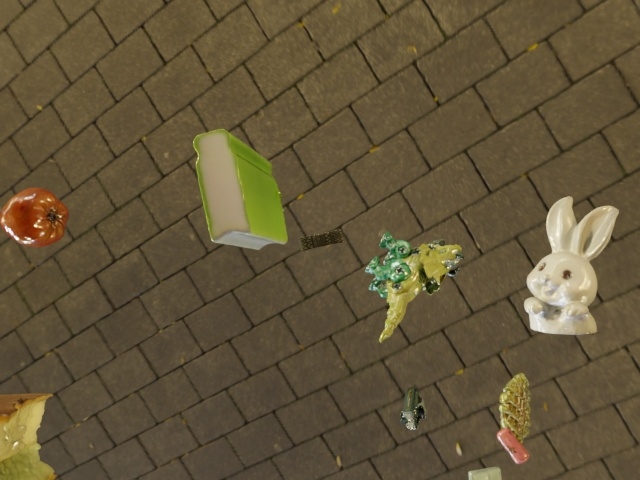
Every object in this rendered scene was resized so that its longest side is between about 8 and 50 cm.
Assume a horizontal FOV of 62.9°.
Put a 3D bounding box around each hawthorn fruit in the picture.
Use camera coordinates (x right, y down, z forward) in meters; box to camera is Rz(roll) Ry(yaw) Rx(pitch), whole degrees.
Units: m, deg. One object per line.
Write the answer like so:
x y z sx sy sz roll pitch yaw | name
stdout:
-0.590 -0.040 1.075 0.140 0.125 0.125 -36 91 10 | hawthorn fruit

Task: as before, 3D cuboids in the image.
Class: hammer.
0.452 0.484 1.232 0.043 0.043 0.083 -48 56 16 | hammer

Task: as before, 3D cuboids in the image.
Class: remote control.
0.435 0.635 1.376 0.029 0.162 0.061 -12 70 44 | remote control

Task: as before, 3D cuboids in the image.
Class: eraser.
-0.155 -0.092 1.074 0.092 0.274 0.210 -13 86 10 | eraser

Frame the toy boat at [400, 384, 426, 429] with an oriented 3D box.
0.235 0.410 1.318 0.060 0.141 0.055 -10 106 17 | toy boat

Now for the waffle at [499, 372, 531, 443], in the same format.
0.513 0.445 1.367 0.036 0.169 0.184 2 107 42 | waffle

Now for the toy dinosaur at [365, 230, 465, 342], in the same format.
0.152 0.079 0.985 0.153 0.259 0.094 21 146 35 | toy dinosaur

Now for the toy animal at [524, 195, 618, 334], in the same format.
0.390 0.039 0.832 0.103 0.130 0.221 9 97 54 | toy animal

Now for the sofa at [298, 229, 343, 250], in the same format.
0.000 0.000 1.451 0.117 0.060 0.039 -12 87 -8 | sofa

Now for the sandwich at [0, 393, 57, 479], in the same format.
-0.380 0.213 0.495 0.186 0.220 0.108 -4 84 12 | sandwich
